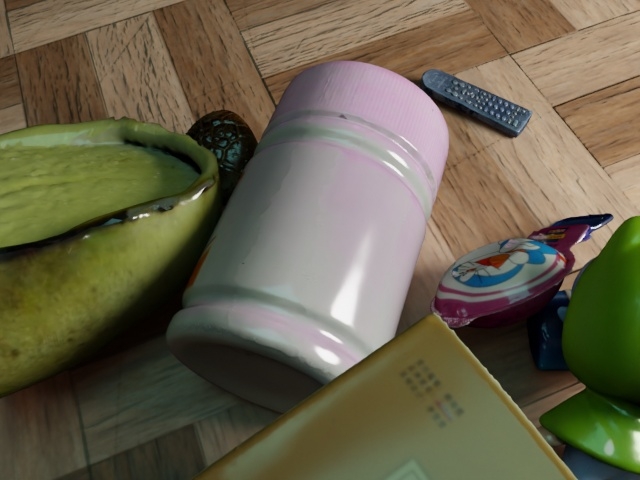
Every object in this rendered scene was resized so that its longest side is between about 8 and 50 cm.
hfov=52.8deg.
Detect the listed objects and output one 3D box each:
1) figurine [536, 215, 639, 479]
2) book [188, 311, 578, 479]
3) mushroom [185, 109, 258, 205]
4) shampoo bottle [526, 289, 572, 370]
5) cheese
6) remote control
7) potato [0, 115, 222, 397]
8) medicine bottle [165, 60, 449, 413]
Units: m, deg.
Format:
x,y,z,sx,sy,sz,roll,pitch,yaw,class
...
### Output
x,y,z,sx,sy,sz,roll,pitch,yaw,class
0.276,0.117,0.559,0.162,0.143,0.263,18,94,7,figurine
-0.012,0.241,0.336,0.389,0.032,0.269,-31,62,-9,book
-0.124,-0.104,0.796,0.109,0.085,0.126,-36,56,-15,mushroom
0.308,0.089,0.654,0.183,0.050,0.087,-2,56,5,shampoo bottle
0.208,0.025,0.670,0.244,0.155,0.062,-30,102,-26,cheese
0.201,-0.184,0.851,0.152,0.027,0.043,30,60,20,remote control
-0.238,0.016,0.683,0.280,0.212,0.330,-13,33,-14,potato
0.000,0.000,0.651,0.202,0.202,0.315,15,61,14,medicine bottle
